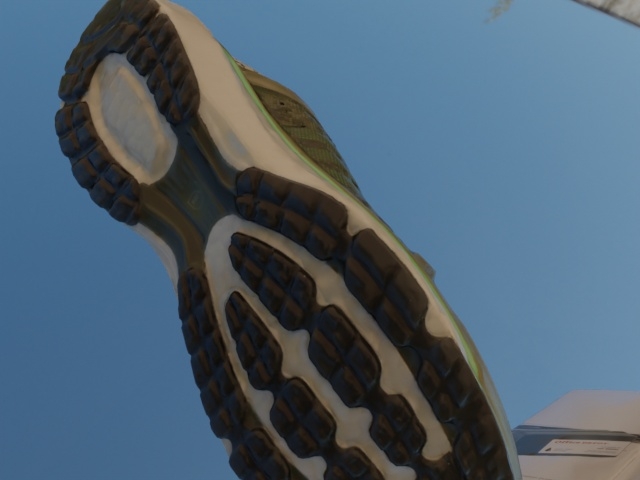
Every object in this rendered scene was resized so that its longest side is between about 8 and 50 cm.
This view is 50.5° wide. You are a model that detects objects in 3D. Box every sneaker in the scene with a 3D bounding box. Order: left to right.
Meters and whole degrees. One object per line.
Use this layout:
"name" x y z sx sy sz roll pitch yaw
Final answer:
"sneaker" 0.000 0.000 0.429 0.182 0.158 0.410 -2 -129 -52

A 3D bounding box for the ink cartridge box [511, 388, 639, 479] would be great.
"ink cartridge box" 0.272 0.346 0.697 0.395 0.166 0.285 -10 -88 -46
